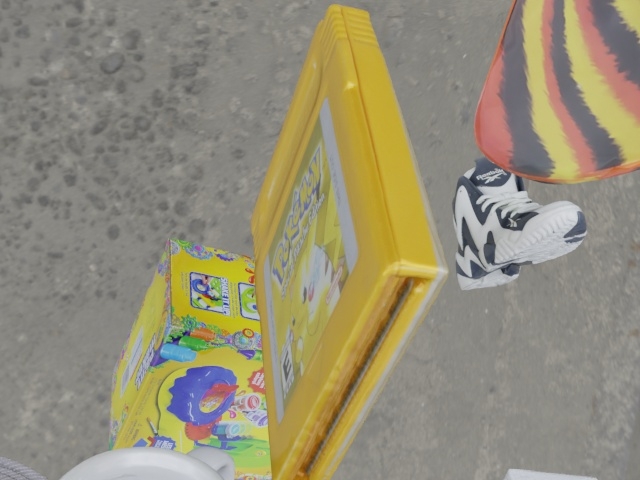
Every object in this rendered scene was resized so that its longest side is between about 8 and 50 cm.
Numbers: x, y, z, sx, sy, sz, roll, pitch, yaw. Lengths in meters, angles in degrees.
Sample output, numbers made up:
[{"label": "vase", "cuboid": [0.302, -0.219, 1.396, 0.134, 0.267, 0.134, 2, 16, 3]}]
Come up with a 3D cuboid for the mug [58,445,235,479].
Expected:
[{"label": "mug", "cuboid": [-0.174, 0.371, 0.930, 0.276, 0.374, 0.328, 13, 113, 11]}]

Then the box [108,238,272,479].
[{"label": "box", "cuboid": [-0.129, 0.183, 1.284, 0.279, 0.177, 0.290, 13, 127, -21]}]

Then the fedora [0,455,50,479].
[{"label": "fedora", "cuboid": [-0.250, 0.195, 0.463, 0.244, 0.275, 0.124, 45, 146, 30]}]

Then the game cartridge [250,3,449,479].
[{"label": "game cartridge", "cuboid": [0.000, 0.000, 0.749, 0.052, 0.324, 0.285, 6, 134, -18]}]

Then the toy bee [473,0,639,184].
[{"label": "toy bee", "cuboid": [0.142, -0.149, 0.263, 0.162, 0.195, 0.298, 17, 135, 27]}]

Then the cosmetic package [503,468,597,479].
[{"label": "cosmetic package", "cuboid": [0.299, 0.471, 1.195, 0.138, 0.224, 0.225, 8, 125, -9]}]

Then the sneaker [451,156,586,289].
[{"label": "sneaker", "cuboid": [0.219, -0.041, 1.054, 0.094, 0.235, 0.153, -8, 75, -12]}]
